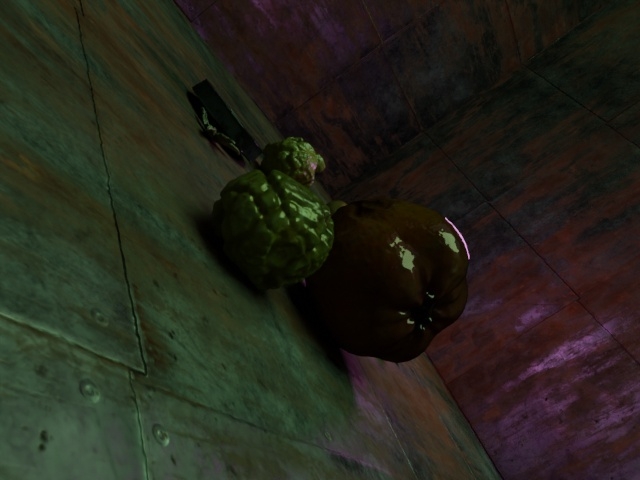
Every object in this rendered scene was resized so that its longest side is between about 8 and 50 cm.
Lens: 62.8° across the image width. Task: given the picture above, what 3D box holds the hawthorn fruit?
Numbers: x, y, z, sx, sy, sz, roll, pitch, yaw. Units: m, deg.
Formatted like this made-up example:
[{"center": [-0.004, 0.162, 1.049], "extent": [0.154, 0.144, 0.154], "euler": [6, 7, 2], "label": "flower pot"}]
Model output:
[{"center": [0.168, 0.082, 1.438], "extent": [0.471, 0.472, 0.471], "euler": [54, 7, -10], "label": "hawthorn fruit"}]

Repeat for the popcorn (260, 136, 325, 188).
[{"center": [-0.117, -0.299, 2.098], "extent": [0.234, 0.242, 0.250], "euler": [56, 10, -18], "label": "popcorn"}]

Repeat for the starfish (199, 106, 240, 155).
[{"center": [-0.311, -0.325, 1.638], "extent": [0.176, 0.053, 0.208], "euler": [40, 8, -33], "label": "starfish"}]

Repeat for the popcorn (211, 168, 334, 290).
[{"center": [-0.097, -0.030, 1.096], "extent": [0.257, 0.224, 0.270], "euler": [48, 13, 2], "label": "popcorn"}]

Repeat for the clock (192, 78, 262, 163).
[{"center": [-0.319, -0.413, 1.826], "extent": [0.325, 0.067, 0.325], "euler": [53, 1, -2], "label": "clock"}]

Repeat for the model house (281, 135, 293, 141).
[{"center": [-0.138, -0.360, 2.464], "extent": [0.193, 0.175, 0.234], "euler": [53, 4, -21], "label": "model house"}]

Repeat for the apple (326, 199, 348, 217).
[{"center": [0.088, -0.074, 2.573], "extent": [0.260, 0.194, 0.261], "euler": [57, 6, -10], "label": "apple"}]
